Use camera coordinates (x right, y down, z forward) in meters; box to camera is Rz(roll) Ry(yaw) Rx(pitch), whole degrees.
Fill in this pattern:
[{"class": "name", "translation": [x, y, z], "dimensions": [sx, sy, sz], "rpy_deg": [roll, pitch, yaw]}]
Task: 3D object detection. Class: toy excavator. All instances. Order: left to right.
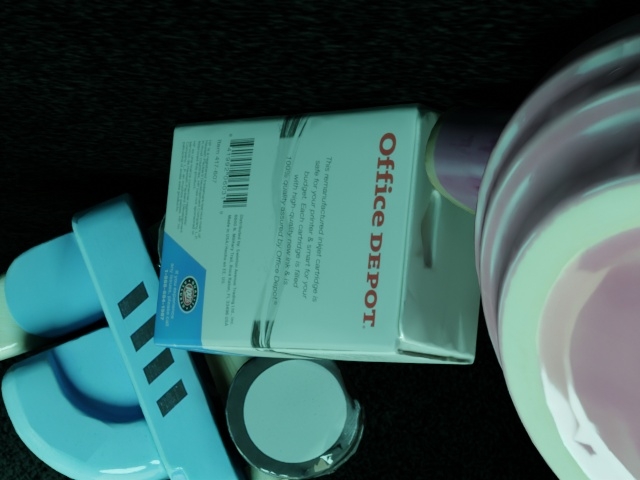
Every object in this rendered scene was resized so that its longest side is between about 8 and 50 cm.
[{"class": "toy excavator", "translation": [-0.228, 0.077, 1.389], "dimensions": [0.445, 0.433, 0.222], "rpy_deg": [-23, 173, -1]}]

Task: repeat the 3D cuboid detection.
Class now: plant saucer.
[{"class": "plant saucer", "translation": [0.208, 0.054, 0.729], "dimensions": [0.332, 0.332, 0.084], "rpy_deg": [0, -145, 39]}]

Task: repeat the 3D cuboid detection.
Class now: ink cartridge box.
[{"class": "ink cartridge box", "translation": [0.000, 0.000, 1.032], "dimensions": [0.203, 0.148, 0.086], "rpy_deg": [0, 170, 40]}]

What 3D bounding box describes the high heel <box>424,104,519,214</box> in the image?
[{"class": "high heel", "translation": [0.247, 0.004, 0.941], "dimensions": [0.377, 0.127, 0.181], "rpy_deg": [13, 178, -35]}]
